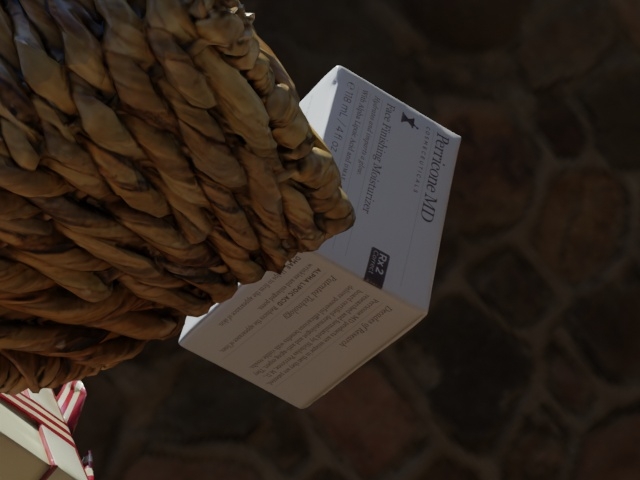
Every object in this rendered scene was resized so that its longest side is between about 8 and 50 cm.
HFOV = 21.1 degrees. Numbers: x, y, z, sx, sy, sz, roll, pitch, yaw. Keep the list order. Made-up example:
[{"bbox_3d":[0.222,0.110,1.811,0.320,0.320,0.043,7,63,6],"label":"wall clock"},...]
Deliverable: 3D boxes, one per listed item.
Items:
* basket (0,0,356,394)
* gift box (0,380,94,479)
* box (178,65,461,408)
[{"bbox_3d":[-0.153,-0.082,0.670,0.223,0.299,0.213,-32,-27,0],"label":"basket"},{"bbox_3d":[-0.353,0.190,1.504,0.255,0.258,0.276,-46,25,7],"label":"gift box"},{"bbox_3d":[0.000,0.000,1.308,0.182,0.119,0.181,-42,27,46],"label":"box"}]
